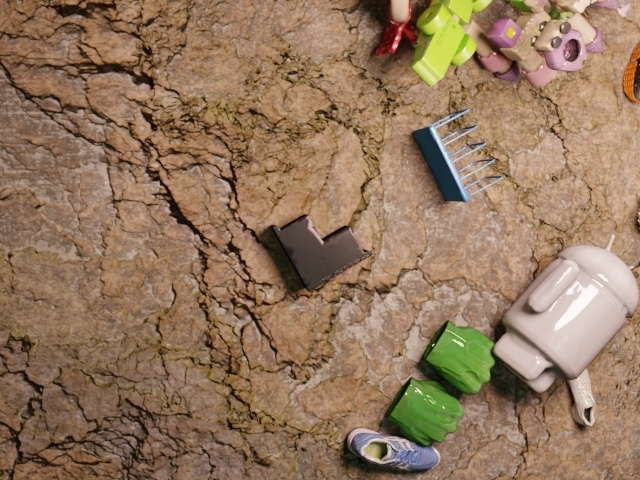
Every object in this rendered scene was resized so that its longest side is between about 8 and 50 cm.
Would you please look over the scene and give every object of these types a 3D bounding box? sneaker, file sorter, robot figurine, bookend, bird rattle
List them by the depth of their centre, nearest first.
[{"bbox_3d":[0.153,-0.506,1.621,0.143,0.207,0.254,11,84,10],"label":"bird rattle"},{"bbox_3d":[0.000,0.000,1.700,0.156,0.072,0.157,-31,97,-5],"label":"bookend"},{"bbox_3d":[0.291,-0.180,1.703,0.104,0.118,0.170,-29,98,-8],"label":"file sorter"},{"bbox_3d":[0.530,0.153,1.719,0.353,0.200,0.300,-48,140,-3],"label":"robot figurine"},{"bbox_3d":[0.162,0.466,1.758,0.211,0.081,0.080,11,92,-10],"label":"sneaker"},{"bbox_3d":[0.761,-0.413,1.758,0.121,0.099,0.262,24,93,-13],"label":"sneaker"},{"bbox_3d":[0.592,0.344,1.816,0.053,0.061,0.152,-12,95,-5],"label":"sneaker"}]

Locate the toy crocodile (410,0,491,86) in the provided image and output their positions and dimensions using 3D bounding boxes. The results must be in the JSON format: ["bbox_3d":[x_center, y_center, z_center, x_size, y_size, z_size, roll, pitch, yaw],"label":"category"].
[{"bbox_3d":[0.256,-0.454,1.614,0.115,0.105,0.341,34,66,-29],"label":"toy crocodile"}]

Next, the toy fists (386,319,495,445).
[{"bbox_3d":[0.268,0.314,1.755,0.142,0.096,0.279,33,91,1],"label":"toy fists"}]

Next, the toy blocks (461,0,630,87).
[{"bbox_3d":[0.497,-0.435,1.623,0.260,0.309,0.289,33,88,-31],"label":"toy blocks"}]

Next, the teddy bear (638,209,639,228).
[{"bbox_3d":[0.849,0.013,1.798,0.245,0.113,0.338,-23,98,-7],"label":"teddy bear"}]
